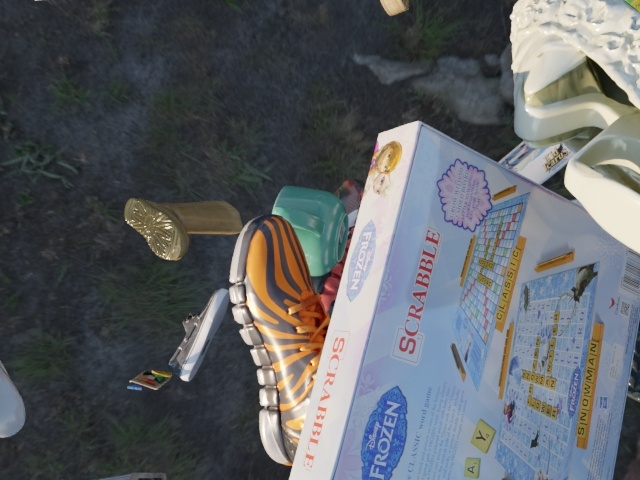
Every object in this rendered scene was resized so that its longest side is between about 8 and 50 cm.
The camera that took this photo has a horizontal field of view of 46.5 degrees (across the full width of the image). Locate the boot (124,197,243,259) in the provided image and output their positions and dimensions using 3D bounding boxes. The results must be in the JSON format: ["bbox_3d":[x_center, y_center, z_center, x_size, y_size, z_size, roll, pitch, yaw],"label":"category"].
[{"bbox_3d":[-0.285,-0.036,1.737,0.236,0.269,0.089,40,116,36],"label":"boot"}]

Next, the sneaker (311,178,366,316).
[{"bbox_3d":[0.000,0.000,1.255,0.135,0.097,0.276,25,66,-9],"label":"sneaker"}]

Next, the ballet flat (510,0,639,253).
[{"bbox_3d":[0.244,-0.097,0.615,0.147,0.147,0.409,-29,49,0],"label":"ballet flat"}]

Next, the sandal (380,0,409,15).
[{"bbox_3d":[0.099,-0.385,0.883,0.079,0.088,0.240,-13,74,22],"label":"sandal"}]

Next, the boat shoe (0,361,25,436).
[{"bbox_3d":[-0.681,0.279,1.505,0.096,0.088,0.267,-28,121,-11],"label":"boat shoe"}]

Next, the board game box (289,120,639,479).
[{"bbox_3d":[0.156,0.100,0.681,0.318,0.066,0.318,22,75,-27],"label":"board game box"}]

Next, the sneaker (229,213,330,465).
[{"bbox_3d":[0.009,0.122,0.868,0.180,0.125,0.321,-1,106,40],"label":"sneaker"}]

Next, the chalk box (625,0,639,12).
[{"bbox_3d":[0.646,-0.434,1.487,0.179,0.180,0.289,-10,109,-4],"label":"chalk box"}]

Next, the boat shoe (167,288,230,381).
[{"bbox_3d":[-0.282,0.205,1.695,0.076,0.080,0.228,26,97,9],"label":"boat shoe"}]

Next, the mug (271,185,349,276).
[{"bbox_3d":[-0.016,-0.007,1.092,0.097,0.158,0.129,10,114,11],"label":"mug"}]

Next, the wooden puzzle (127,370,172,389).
[{"bbox_3d":[-0.384,0.313,1.687,0.079,0.116,0.014,10,102,5],"label":"wooden puzzle"}]

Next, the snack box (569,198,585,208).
[{"bbox_3d":[0.617,0.063,1.735,0.187,0.060,0.321,-10,88,-28],"label":"snack box"}]

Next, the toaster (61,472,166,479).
[{"bbox_3d":[-0.319,0.464,1.207,0.110,0.185,0.168,-16,69,11],"label":"toaster"}]

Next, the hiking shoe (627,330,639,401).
[{"bbox_3d":[0.539,0.198,1.419,0.304,0.132,0.113,39,93,22],"label":"hiking shoe"}]

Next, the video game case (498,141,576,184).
[{"bbox_3d":[0.477,-0.169,1.761,0.244,0.269,0.061,-41,96,0],"label":"video game case"}]
